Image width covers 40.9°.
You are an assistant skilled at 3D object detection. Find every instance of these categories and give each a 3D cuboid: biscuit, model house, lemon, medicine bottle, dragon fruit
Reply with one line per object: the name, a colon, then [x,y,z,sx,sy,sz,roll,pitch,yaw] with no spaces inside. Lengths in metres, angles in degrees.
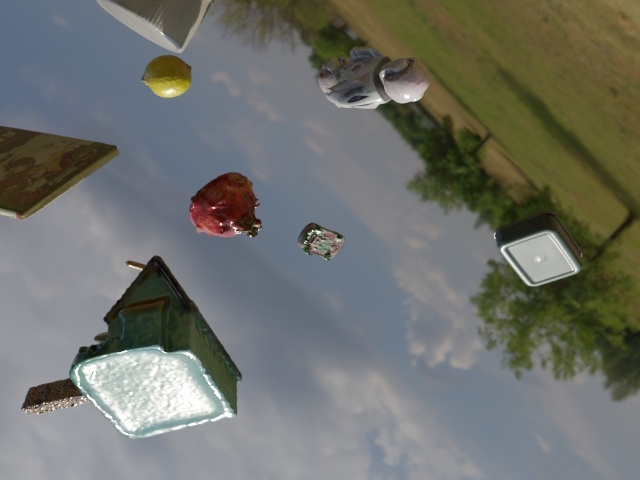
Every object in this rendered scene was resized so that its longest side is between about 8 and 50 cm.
biscuit: [-0.520,0.312,1.762,0.064,0.199,0.034,-84,-27,-44]
model house: [-0.290,0.172,1.538,0.280,0.230,0.248,69,-171,-47]
lemon: [-0.394,-0.422,2.207,0.109,0.133,0.109,-10,-90,-86]
medicine bottle: [-0.238,-0.558,1.577,0.224,0.384,0.224,31,178,1]
dragon fruit: [-0.177,-0.050,1.707,0.111,0.153,0.153,45,-169,30]

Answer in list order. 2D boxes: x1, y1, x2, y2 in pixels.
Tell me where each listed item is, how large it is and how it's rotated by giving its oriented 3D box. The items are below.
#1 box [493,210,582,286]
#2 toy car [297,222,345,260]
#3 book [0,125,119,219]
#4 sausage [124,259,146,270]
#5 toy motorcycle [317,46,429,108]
box: [0.299,0.015,1.172,0.126,0.091,0.031,45,-145,-42]
toy car: [0.000,0.000,1.970,0.055,0.069,0.142,39,-170,35]
book: [-0.540,-0.126,1.496,0.322,0.228,0.018,12,130,30]
sausage: [-0.376,0.059,1.838,0.100,0.015,0.015,21,-157,-43]
toy motorcycle: [0.077,-0.264,1.450,0.112,0.112,0.254,34,170,-36]
